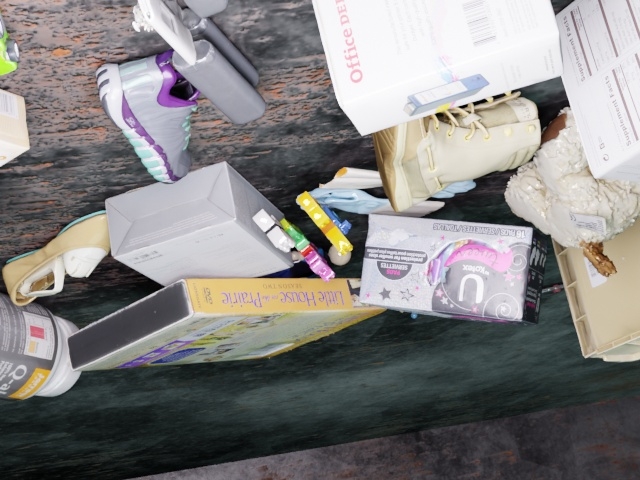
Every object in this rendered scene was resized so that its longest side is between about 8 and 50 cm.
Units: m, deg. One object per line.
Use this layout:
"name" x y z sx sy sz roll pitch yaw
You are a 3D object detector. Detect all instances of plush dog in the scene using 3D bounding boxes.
"plush dog" 0.415 -0.088 1.553 0.225 0.210 0.262 -34 165 -15

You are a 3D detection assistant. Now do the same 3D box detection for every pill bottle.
"pill bottle" -0.501 0.161 1.709 0.162 0.162 0.278 -21 157 23

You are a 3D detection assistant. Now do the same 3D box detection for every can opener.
"can opener" -0.110 -0.197 1.104 0.093 0.074 0.280 -16 159 10

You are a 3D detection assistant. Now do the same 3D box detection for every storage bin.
"storage bin" 0.520 0.035 1.777 0.123 0.262 0.260 7 153 -38

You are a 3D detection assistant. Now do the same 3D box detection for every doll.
"doll" -0.043 0.039 1.797 0.189 0.046 0.129 -10 160 -2

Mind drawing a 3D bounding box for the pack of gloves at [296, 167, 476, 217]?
"pack of gloves" 0.090 -0.081 1.588 0.232 0.046 0.195 4 166 -28

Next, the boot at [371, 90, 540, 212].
"boot" 0.168 -0.146 1.364 0.203 0.095 0.262 -18 147 -3

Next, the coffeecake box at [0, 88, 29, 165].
"coffeecake box" -0.428 -0.106 1.181 0.185 0.068 0.142 -25 156 31

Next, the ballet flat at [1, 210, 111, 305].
"ballet flat" -0.359 0.032 1.570 0.232 0.073 0.080 -26 156 32

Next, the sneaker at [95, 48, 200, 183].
"sneaker" -0.164 -0.133 1.238 0.098 0.083 0.223 -19 158 6

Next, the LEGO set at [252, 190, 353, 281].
"LEGO set" 0.000 0.000 1.558 0.087 0.093 0.227 -41 160 6

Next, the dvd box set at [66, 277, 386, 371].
"dvd box set" -0.140 0.131 1.755 0.420 0.062 0.308 2 160 -46

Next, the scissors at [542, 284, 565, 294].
"scissors" 0.501 0.090 2.263 0.297 0.021 0.109 -7 162 -8

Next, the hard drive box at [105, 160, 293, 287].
"hard drive box" -0.163 -0.008 1.548 0.181 0.089 0.232 -16 159 12

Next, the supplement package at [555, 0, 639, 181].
"supplement package" 0.416 -0.179 1.247 0.262 0.204 0.145 4 154 -35

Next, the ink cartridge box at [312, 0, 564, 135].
"ink cartridge box" 0.110 -0.211 1.069 0.212 0.154 0.093 -16 161 10

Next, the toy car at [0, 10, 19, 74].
"toy car" -0.326 -0.216 0.972 0.239 0.053 0.225 -10 160 -1

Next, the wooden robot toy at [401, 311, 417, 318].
"wooden robot toy" 0.211 0.078 2.041 0.173 0.076 0.079 -26 -170 34

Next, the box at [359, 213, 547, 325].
"box" 0.201 0.047 1.665 0.247 0.142 0.163 5 176 20
